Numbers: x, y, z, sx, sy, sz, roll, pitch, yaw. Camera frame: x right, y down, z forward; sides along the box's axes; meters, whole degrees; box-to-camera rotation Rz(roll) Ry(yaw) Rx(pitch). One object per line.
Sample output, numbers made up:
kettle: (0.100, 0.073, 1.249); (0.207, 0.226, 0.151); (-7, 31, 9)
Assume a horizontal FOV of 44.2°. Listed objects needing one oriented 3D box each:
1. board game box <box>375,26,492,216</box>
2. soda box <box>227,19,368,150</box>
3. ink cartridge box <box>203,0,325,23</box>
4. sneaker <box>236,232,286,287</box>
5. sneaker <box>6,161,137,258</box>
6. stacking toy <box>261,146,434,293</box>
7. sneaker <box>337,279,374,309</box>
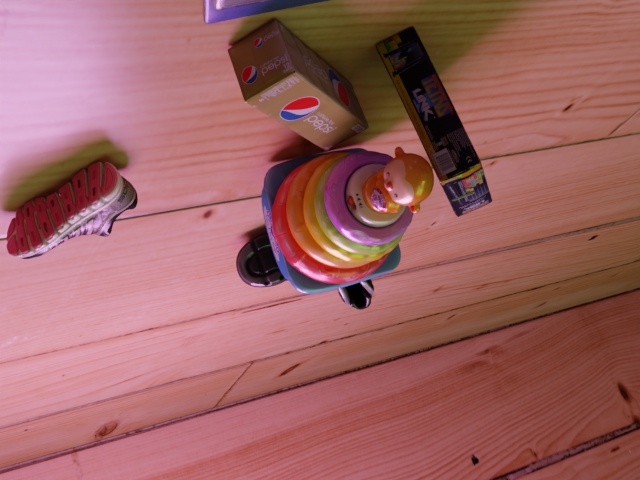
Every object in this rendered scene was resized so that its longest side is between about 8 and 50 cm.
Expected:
board game box: (0.126, -0.124, 0.854); (0.048, 0.170, 0.141); (-26, 162, 11)
soda box: (-0.018, -0.151, 0.797); (0.058, 0.061, 0.181); (-26, 161, 19)
ink cartridge box: (0.063, -0.255, 0.568); (0.304, 0.072, 0.307); (-14, 159, -11)
sneaker: (0.000, 0.000, 1.232); (0.267, 0.101, 0.106); (-15, 176, 2)
sneaker: (-0.274, -0.024, 0.885); (0.170, 0.063, 0.075); (-31, 153, 15)
stacking toy: (0.050, -0.041, 0.891); (0.166, 0.175, 0.302); (-14, 178, -18)
sneaker: (0.058, 0.063, 1.372); (0.086, 0.132, 0.229); (-25, 161, 14)
